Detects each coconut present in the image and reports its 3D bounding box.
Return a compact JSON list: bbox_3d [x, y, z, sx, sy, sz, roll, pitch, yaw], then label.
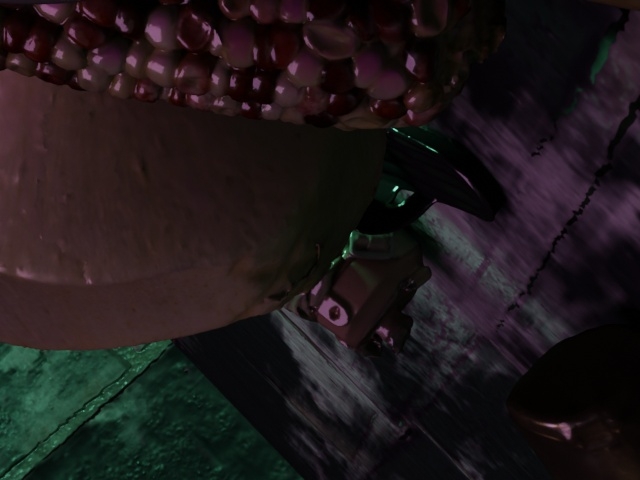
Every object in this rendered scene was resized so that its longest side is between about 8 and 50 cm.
[{"bbox_3d":[-0.096,-0.071,0.861,0.259,0.259,0.259,45,170,11],"label":"coconut"}]

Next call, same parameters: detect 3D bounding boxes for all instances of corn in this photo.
[{"bbox_3d":[-0.074,-0.097,0.694,0.281,0.092,0.092,8,169,-3],"label":"corn"}]

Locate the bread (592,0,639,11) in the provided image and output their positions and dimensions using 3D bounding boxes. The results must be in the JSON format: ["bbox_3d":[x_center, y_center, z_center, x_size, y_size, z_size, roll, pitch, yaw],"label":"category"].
[{"bbox_3d":[0.031,-0.138,0.298,0.260,0.156,0.158,46,171,1],"label":"bread"}]

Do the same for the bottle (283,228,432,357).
[{"bbox_3d":[0.001,0.000,1.143,0.152,0.099,0.099,40,168,15],"label":"bottle"}]

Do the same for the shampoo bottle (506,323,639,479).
[{"bbox_3d":[0.215,0.183,0.974,0.350,0.084,0.125,52,165,-23],"label":"shampoo bottle"}]

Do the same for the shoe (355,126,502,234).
[{"bbox_3d":[0.032,-0.030,1.000,0.062,0.053,0.159,48,168,-28],"label":"shoe"}]

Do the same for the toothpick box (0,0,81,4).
[{"bbox_3d":[-0.108,-0.196,0.535,0.316,0.229,0.229,33,163,47],"label":"toothpick box"}]
